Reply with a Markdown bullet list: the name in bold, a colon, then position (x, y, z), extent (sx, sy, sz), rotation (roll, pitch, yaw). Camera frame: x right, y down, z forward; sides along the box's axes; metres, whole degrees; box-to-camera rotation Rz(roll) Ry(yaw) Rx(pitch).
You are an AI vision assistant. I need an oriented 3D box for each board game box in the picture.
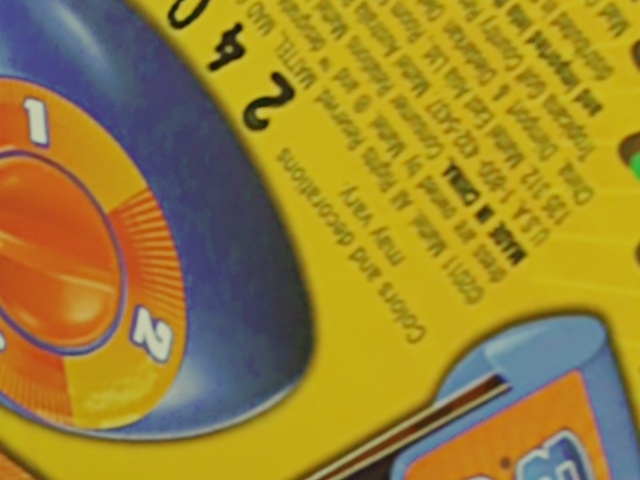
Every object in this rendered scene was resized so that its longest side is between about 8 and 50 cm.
- **board game box**: position (0.000, 0.000, 0.536), extent (0.356, 0.356, 0.356), rotation (53, 21, 17)
